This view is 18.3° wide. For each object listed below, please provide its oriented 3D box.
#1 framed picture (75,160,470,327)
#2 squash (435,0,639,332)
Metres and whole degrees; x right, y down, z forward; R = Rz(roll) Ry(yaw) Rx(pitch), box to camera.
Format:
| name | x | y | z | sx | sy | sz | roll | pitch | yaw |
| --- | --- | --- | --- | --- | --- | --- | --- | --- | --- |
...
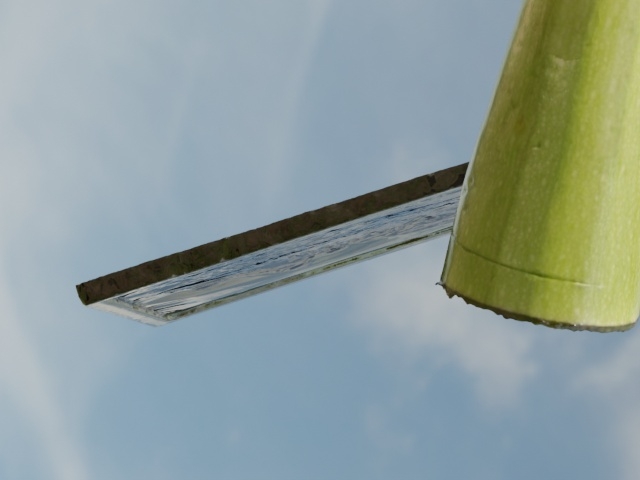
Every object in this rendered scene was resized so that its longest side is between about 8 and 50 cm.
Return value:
| name | x | y | z | sx | sy | sz | roll | pitch | yaw |
| --- | --- | --- | --- | --- | --- | --- | --- | --- | --- |
| framed picture | 0.000 | 0.001 | 1.183 | 0.192 | 0.265 | 0.018 | 33 | 41 | -79 |
| squash | 0.118 | -0.071 | 0.865 | 0.094 | 0.094 | 0.224 | 38 | -58 | 53 |
